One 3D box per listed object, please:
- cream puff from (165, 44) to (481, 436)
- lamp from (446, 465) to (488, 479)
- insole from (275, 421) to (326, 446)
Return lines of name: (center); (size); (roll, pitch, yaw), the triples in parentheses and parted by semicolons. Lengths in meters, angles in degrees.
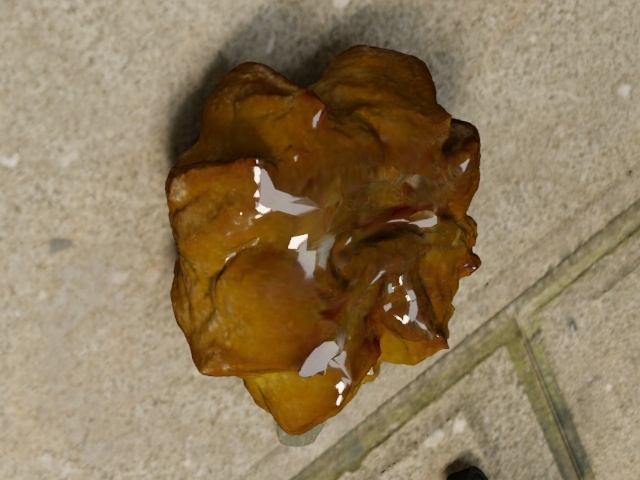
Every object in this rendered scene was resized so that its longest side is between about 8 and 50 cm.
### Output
cream puff: (0.000, 0.000, 1.039); (0.241, 0.155, 0.269); (2, 94, -30)
lamp: (0.247, 0.283, 1.358); (0.108, 0.130, 0.371); (-23, 127, 27)
insole: (0.002, 0.068, 1.155); (0.063, 0.010, 0.192); (7, 105, -37)
